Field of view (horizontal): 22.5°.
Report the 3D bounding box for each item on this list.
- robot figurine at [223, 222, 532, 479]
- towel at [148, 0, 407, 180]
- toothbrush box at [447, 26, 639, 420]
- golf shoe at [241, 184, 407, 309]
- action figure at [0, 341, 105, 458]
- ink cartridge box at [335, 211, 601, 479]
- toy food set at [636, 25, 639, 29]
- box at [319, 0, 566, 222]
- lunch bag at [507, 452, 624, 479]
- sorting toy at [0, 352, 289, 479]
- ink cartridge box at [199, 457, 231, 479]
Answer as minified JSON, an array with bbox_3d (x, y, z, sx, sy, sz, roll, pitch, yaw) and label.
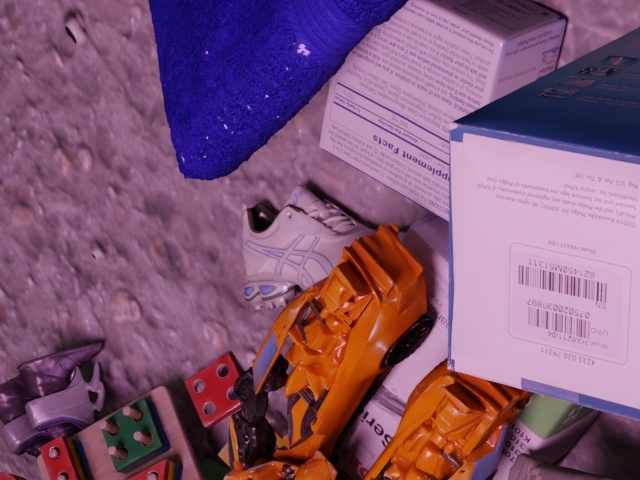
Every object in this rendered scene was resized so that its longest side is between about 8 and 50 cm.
[{"bbox_3d":[0.019,0.136,1.065,0.211,0.085,0.291,47,135,20],"label":"robot figurine"},{"bbox_3d":[-0.021,-0.203,1.022,0.308,0.076,0.227,-42,45,44],"label":"towel"},{"bbox_3d":[0.224,-0.021,0.771,0.216,0.295,0.126,13,116,31],"label":"toothbrush box"},{"bbox_3d":[0.000,0.000,1.174,0.176,0.069,0.086,-10,95,44],"label":"golf shoe"},{"bbox_3d":[-0.207,0.244,1.423,0.185,0.099,0.285,-40,65,63],"label":"action figure"},{"bbox_3d":[0.097,0.101,1.106,0.160,0.092,0.219,45,133,20],"label":"ink cartridge box"},{"bbox_3d":[0.217,-0.084,0.960,0.078,0.019,0.122,-12,100,45],"label":"toy food set"},{"bbox_3d":[0.077,-0.101,1.047,0.126,0.072,0.137,32,127,31],"label":"box"},{"bbox_3d":[0.209,0.301,0.963,0.235,0.169,0.287,8,76,41],"label":"lunch bag"},{"bbox_3d":[-0.159,0.197,1.309,0.274,0.046,0.132,-30,63,12],"label":"sorting toy"},{"bbox_3d":[-0.046,0.299,1.336,0.208,0.087,0.153,23,124,34],"label":"ink cartridge box"}]
